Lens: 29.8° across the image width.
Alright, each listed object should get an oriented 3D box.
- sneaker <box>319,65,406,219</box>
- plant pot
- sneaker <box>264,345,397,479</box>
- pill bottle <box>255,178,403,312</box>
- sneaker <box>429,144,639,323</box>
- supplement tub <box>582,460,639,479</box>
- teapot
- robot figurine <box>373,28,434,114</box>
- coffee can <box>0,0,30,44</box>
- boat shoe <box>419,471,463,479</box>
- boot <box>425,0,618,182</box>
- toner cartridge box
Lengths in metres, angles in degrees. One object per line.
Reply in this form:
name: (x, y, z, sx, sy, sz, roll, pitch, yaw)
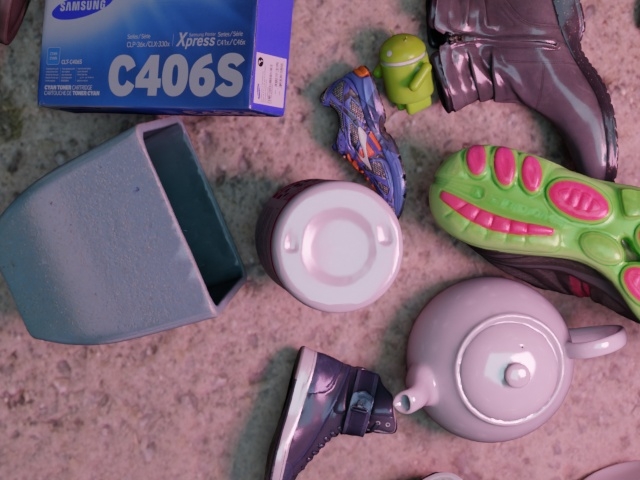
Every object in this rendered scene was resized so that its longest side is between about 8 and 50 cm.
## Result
sneaker: (0.063, -0.127, 1.673, 0.087, 0.083, 0.221, -19, 91, 5)
plant pot: (-0.270, 0.003, 1.544, 0.252, 0.247, 0.247, -21, 97, 9)
sneaker: (0.017, 0.278, 1.675, 0.164, 0.086, 0.226, 18, 89, -7)
pill bottle: (0.000, 0.000, 1.557, 0.161, 0.283, 0.160, -1, 93, -10)
sneaker: (0.381, 0.005, 1.640, 0.483, 0.202, 0.185, 27, 88, 6)
supplement tub: (0.458, 0.433, 1.727, 0.144, 0.144, 0.199, -23, 96, -7)
teapot: (0.251, 0.169, 1.658, 0.253, 0.187, 0.256, 31, 87, -10)
robot figurine: (0.119, -0.234, 1.663, 0.067, 0.101, 0.115, -26, 121, -20)
coffee can: (-0.494, -0.382, 1.496, 0.276, 0.201, 0.201, 17, 90, -9)
boat shoe: (0.079, 0.430, 1.691, 0.303, 0.091, 0.114, -26, 77, -5)
boot: (0.274, -0.209, 1.689, 0.223, 0.118, 0.338, -16, 85, -5)
toner cartridge box: (-0.201, -0.242, 1.506, 0.348, 0.075, 0.165, 4, 89, 33)
